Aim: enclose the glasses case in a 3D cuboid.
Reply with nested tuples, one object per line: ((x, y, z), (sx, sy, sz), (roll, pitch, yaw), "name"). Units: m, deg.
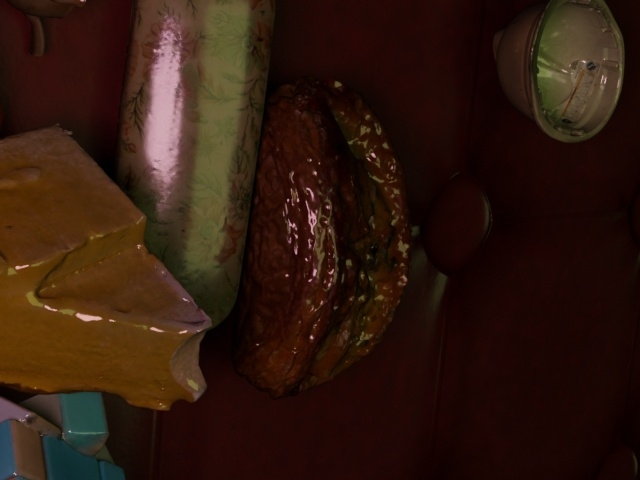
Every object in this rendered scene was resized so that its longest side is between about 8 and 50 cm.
((-0.147, -0.105, 1.329), (0.156, 0.098, 0.426), (6, 98, -17), "glasses case")

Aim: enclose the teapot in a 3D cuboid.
((-0.279, -0.234, 1.208), (0.080, 0.085, 0.110), (0, 121, -40), "teapot")

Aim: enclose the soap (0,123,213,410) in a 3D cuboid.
((-0.314, 0.070, 1.098), (0.338, 0.304, 0.169), (-23, 146, -36), "soap")

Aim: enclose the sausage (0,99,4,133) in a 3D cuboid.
((-0.369, -0.211, 1.126), (0.089, 0.083, 0.300), (-39, 127, -42), "sausage")

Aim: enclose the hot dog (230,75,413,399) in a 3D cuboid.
((0.000, 0.000, 1.444), (0.267, 0.174, 0.388), (-16, 113, -64), "hot dog")

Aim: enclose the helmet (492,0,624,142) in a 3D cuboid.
((0.308, -0.257, 1.683), (0.204, 0.137, 0.257), (-58, 138, -14), "helmet")

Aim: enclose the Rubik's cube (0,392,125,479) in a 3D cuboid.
((-0.298, 0.249, 1.190), (0.224, 0.213, 0.265), (-29, 143, 14), "Rubik's cube")
